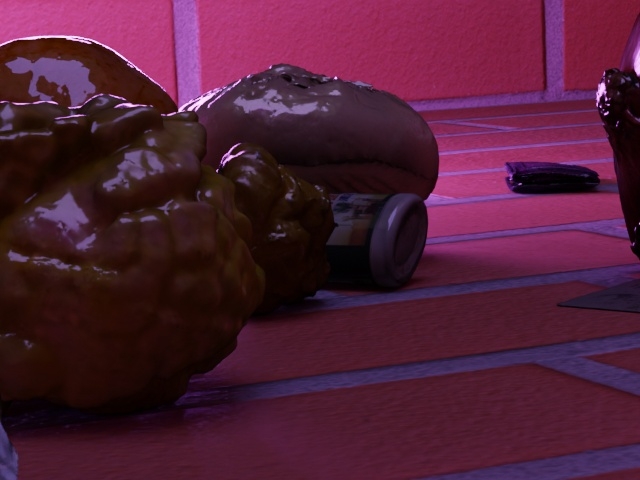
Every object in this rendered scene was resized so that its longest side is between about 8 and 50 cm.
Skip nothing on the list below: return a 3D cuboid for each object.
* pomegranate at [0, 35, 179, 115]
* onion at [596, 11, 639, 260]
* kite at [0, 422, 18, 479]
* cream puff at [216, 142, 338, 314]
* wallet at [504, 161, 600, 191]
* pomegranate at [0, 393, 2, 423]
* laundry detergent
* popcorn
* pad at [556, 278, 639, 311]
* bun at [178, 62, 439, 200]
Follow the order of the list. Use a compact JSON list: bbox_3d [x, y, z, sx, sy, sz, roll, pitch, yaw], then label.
[{"bbox_3d":[-0.220,-0.059,1.683,0.248,0.248,0.248,-2,8,0],"label":"pomegranate"},{"bbox_3d":[0.402,-0.117,1.689,0.341,0.341,0.341,-2,8,0],"label":"onion"},{"bbox_3d":[-0.261,0.126,0.906,0.245,0.015,0.141,-9,45,-10],"label":"kite"},{"bbox_3d":[-0.040,-0.002,1.617,0.116,0.146,0.146,14,4,-12],"label":"cream puff"},{"bbox_3d":[0.289,-0.083,2.468,0.111,0.030,0.166,-3,7,2],"label":"wallet"},{"bbox_3d":[-0.225,0.098,1.000,0.122,0.122,0.161,-3,33,-7],"label":"pomegranate"},{"bbox_3d":[-0.021,-0.003,1.771,0.226,0.070,0.099,1,48,27],"label":"laundry detergent"},{"bbox_3d":[-0.160,0.010,1.277,0.259,0.212,0.259,2,1,0],"label":"popcorn"},{"bbox_3d":[0.331,0.037,1.647,0.159,0.009,0.265,3,9,38],"label":"pad"},{"bbox_3d":[-0.025,-0.089,1.908,0.287,0.146,0.287,-4,-19,-1],"label":"bun"}]
